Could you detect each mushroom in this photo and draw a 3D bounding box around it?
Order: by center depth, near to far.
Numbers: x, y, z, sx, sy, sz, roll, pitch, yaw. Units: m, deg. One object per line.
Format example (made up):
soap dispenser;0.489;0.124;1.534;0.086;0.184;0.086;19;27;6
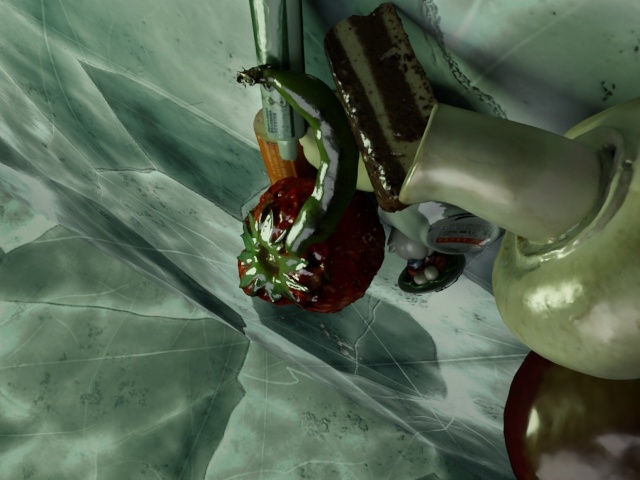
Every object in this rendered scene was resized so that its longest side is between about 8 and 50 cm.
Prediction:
mushroom;0.279;-0.004;0.751;0.356;0.315;0.315;-8;139;23

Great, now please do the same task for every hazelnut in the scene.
hazelnut;0.480;0.262;1.020;0.429;0.402;0.402;13;150;31

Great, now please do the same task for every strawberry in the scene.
strawberry;0.000;0.000;1.249;0.250;0.288;0.239;18;115;42

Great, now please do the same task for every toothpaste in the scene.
toothpaste;-0.058;-0.272;0.979;0.098;0.061;0.392;23;137;28

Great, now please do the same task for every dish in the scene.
dish;0.195;-0.035;1.018;0.229;0.081;0.229;-3;149;-2

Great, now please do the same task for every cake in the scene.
cake;0.089;-0.153;0.918;0.135;0.112;0.246;72;174;-73

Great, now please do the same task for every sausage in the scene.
sausage;-0.049;-0.119;1.324;0.093;0.093;0.312;26;157;20

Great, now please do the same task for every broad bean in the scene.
broad bean;-0.014;-0.113;1.015;0.144;0.049;0.292;-9;116;12

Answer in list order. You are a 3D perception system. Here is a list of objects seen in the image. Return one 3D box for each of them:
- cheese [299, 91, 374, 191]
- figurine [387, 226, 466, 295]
cheese;0.071;-0.152;1.086;0.263;0.093;0.159;6;140;51
figurine;0.168;0.002;1.255;0.132;0.132;0.154;5;130;51
